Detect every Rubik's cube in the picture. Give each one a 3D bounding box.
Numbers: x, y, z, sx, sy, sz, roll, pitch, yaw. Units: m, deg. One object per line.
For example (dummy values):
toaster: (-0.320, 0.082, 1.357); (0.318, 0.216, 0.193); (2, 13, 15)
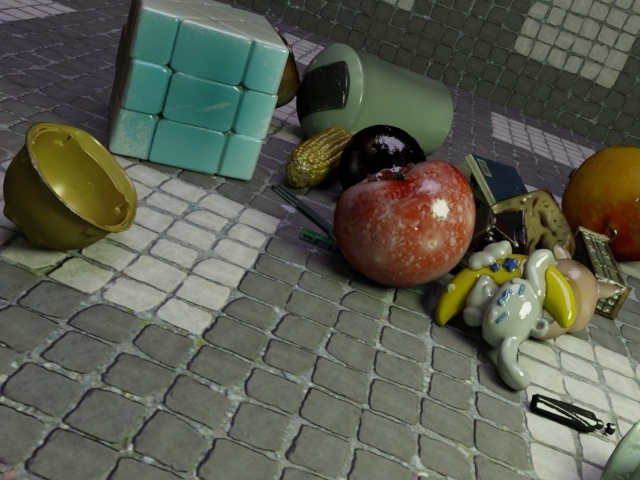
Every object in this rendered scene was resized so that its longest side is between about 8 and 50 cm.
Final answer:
Rubik's cube: (-0.284, -0.357, 1.612); (0.321, 0.316, 0.319); (12, 26, -22)

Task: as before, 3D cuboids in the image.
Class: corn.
corn: (0.007, -0.200, 1.759); (0.119, 0.119, 0.322); (26, 30, 12)

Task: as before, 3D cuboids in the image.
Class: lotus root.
lotus root: (0.471, 0.012, 1.649); (0.180, 0.199, 0.188); (51, 28, -53)
lotus root: (-0.154, -0.469, 1.969); (0.192, 0.272, 0.272); (-5, 25, 3)

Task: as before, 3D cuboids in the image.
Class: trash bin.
trash bin: (0.141, -0.379, 2.048); (0.432, 0.280, 0.280); (5, 28, -37)

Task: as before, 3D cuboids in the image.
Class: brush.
brush: (-0.019, -0.063, 1.552); (0.062, 0.027, 0.266); (-6, 35, -46)

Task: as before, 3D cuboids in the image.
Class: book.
book: (0.496, -0.132, 1.949); (0.269, 0.025, 0.191); (5, 57, -51)

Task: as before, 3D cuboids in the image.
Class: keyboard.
keyboard: (0.355, -0.028, 1.620); (0.198, 0.010, 0.064); (-8, 56, 26)

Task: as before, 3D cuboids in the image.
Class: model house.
model house: (0.333, 0.016, 1.499); (0.164, 0.141, 0.203); (42, -19, -20)

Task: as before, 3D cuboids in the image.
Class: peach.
peach: (0.841, -0.099, 1.975); (0.372, 0.290, 0.373); (16, 26, -8)

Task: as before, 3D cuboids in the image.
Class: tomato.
tomato: (0.160, -0.028, 1.369); (0.270, 0.227, 0.270); (-15, 10, 3)

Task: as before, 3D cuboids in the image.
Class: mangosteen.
mangosteen: (0.144, -0.156, 1.699); (0.211, 0.211, 0.250); (22, -7, 3)

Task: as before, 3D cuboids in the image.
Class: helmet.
helmet: (-0.404, -0.064, 1.118); (0.205, 0.140, 0.257); (51, 10, -11)

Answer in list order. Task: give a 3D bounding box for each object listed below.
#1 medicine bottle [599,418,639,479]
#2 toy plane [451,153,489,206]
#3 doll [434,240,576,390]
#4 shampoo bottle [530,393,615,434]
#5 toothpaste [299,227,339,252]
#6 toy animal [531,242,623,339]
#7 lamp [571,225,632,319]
medicine bottle: (0.476, 0.320, 0.989); (0.147, 0.147, 0.143); (-8, 35, -46)
toy plane: (0.426, -0.154, 2.014); (0.242, 0.104, 0.256); (23, 26, -31)
doll: (0.329, 0.113, 1.280); (0.237, 0.111, 0.252); (31, 67, 37)
shampoo bottle: (0.405, 0.280, 1.164); (0.137, 0.027, 0.048); (20, 26, -1)
toothpaste: (0.000, 0.000, 1.447); (0.083, 0.017, 0.020); (21, 27, 2)
toy animal: (0.446, 0.114, 1.416); (0.248, 0.149, 0.165); (-23, 64, -41)
lamp: (0.652, 0.068, 1.725); (0.090, 0.089, 0.325); (21, 25, 3)
